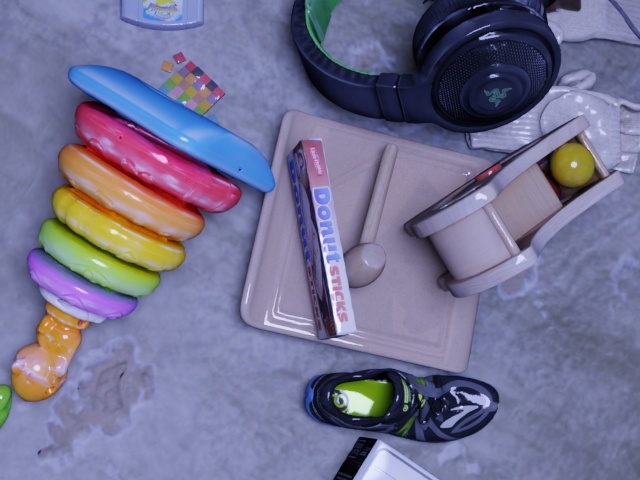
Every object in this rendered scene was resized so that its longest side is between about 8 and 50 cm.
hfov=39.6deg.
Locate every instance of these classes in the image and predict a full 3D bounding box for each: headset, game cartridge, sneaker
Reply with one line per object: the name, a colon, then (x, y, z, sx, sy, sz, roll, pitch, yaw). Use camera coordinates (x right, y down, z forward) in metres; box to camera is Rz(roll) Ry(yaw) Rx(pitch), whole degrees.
headset: (0.158, -0.233, 0.815, 0.394, 0.185, 0.243, 4, 58, 18)
game cartridge: (-0.160, -0.242, 0.904, 0.083, 0.017, 0.056, 1, 83, -9)
sneaker: (0.080, 0.156, 0.839, 0.188, 0.078, 0.067, 5, 79, -9)

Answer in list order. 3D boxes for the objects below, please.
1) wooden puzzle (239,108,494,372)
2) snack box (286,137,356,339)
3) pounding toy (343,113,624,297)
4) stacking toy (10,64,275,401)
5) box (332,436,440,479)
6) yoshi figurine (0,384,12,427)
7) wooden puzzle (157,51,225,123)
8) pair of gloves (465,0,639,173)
wooden puzzle: (0.053, 0.002, 0.885, 0.238, 0.044, 0.221, 15, 77, -12)
snack box: (0.000, 0.000, 0.814, 0.022, 0.064, 0.178, -8, 82, -15)
pounding toy: (0.140, -0.047, 0.810, 0.269, 0.154, 0.155, -32, 92, -20)
stacking toy: (-0.194, 0.011, 0.798, 0.165, 0.175, 0.302, 31, 94, 25)
box: (0.034, 0.343, 0.792, 0.169, 0.087, 0.290, 36, 76, -2)
yoshi figurine: (-0.315, 0.193, 0.719, 0.362, 0.203, 0.203, 42, 60, 2)
wooden puzzle: (-0.131, -0.149, 0.896, 0.083, 0.006, 0.049, 44, 76, 0)
pair of gloves: (0.266, -0.190, 0.954, 0.204, 0.042, 0.240, 13, 79, -7)
